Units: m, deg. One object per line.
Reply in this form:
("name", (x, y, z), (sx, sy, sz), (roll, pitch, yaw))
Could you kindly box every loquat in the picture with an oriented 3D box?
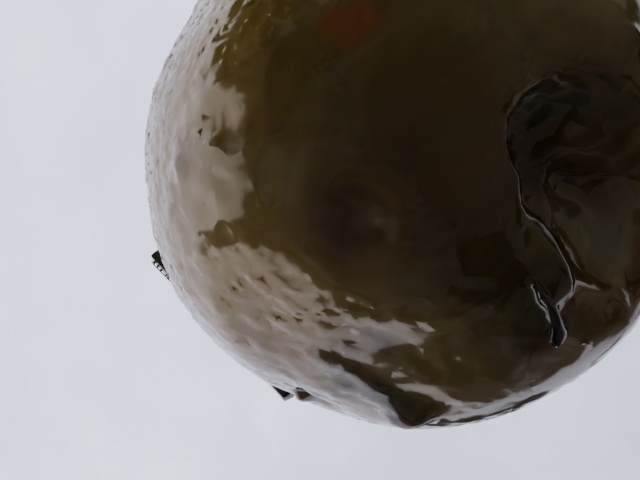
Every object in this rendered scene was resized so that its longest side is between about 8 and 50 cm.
("loquat", (0.036, -0.037, 0.523), (0.244, 0.244, 0.243), (-3, -79, -16))

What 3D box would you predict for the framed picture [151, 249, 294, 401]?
("framed picture", (0.000, 0.000, 1.144), (0.260, 0.023, 0.189), (-40, -104, -13))
